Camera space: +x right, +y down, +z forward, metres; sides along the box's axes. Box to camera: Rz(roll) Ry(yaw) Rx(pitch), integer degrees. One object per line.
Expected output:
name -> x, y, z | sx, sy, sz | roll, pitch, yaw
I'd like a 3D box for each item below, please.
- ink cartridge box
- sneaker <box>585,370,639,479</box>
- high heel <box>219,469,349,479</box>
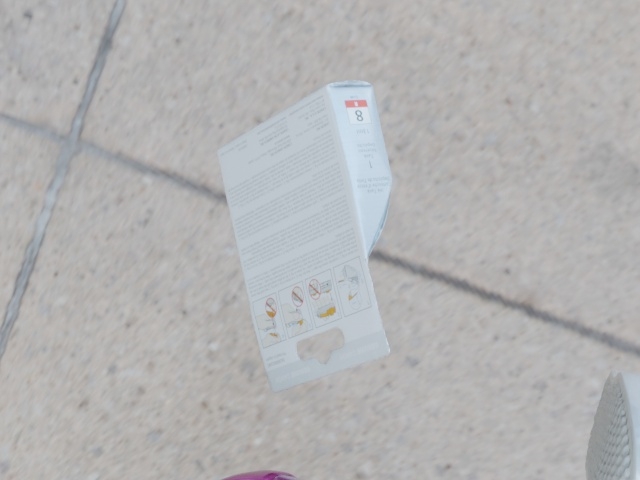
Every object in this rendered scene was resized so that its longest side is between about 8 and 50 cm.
ink cartridge box -> 0.000, 0.000, 1.090 | 0.045, 0.145, 0.179 | -9, 81, -36
sneaker -> 0.244, 0.141, 0.986 | 0.161, 0.282, 0.102 | 16, 100, 9
high heel -> 0.003, 0.257, 1.062 | 0.082, 0.117, 0.244 | -49, 124, -44
